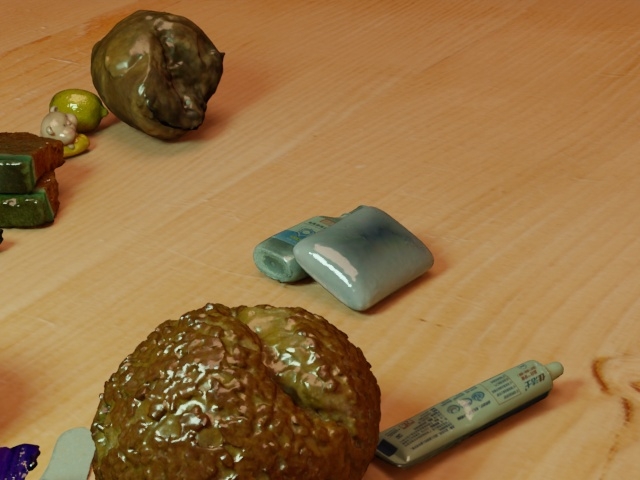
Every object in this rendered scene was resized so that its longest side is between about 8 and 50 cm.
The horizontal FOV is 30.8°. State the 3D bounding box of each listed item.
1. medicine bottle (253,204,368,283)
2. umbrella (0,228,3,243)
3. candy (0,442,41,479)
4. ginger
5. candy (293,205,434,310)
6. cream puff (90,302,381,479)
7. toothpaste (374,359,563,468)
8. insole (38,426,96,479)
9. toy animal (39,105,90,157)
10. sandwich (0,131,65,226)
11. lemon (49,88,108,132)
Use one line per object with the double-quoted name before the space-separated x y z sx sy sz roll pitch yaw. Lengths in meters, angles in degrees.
"medicine bottle" 0.000 0.000 1.692 0.090 0.054 0.208 22 35 37
"umbrella" -0.579 -0.026 1.758 0.235 0.059 0.066 19 16 31
"candy" -0.416 0.274 1.144 0.275 0.070 0.145 -12 29 3
"ginger" -0.319 -0.299 2.130 0.223 0.200 0.269 -13 44 40
"candy" 0.062 0.024 1.615 0.138 0.071 0.174 40 44 22
"cream puff" -0.083 0.170 1.193 0.303 0.212 0.303 2 23 -1
"toothpaste" 0.174 0.193 1.319 0.268 0.047 0.069 -20 51 -28
"insole" -0.277 0.260 1.246 0.065 0.004 0.197 0 27 2
"toy animal" -0.457 -0.197 2.060 0.091 0.082 0.114 -3 26 -6
"sandwich" -0.520 -0.111 1.866 0.212 0.109 0.292 -23 34 -36
"lemon" -0.447 -0.240 2.145 0.110 0.082 0.082 10 28 6
